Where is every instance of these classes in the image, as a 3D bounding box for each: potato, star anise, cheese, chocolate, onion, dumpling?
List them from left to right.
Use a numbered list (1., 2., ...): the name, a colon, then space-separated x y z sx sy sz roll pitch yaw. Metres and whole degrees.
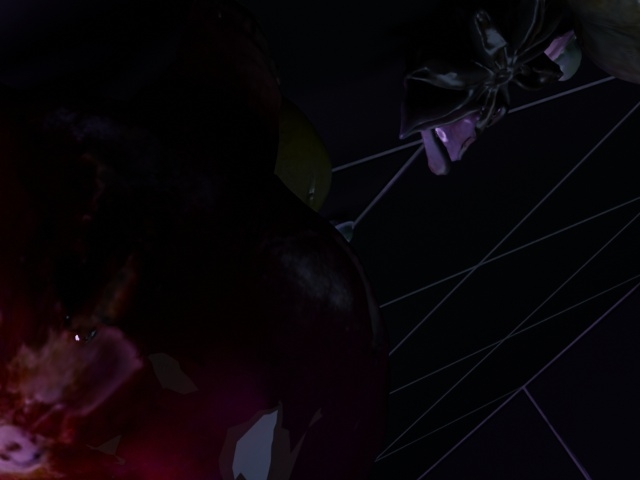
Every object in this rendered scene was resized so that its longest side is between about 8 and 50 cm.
1. onion: -0.119 0.018 1.144 0.420 0.398 0.398 -60 -177 -37
2. potato: -0.069 -0.055 1.368 0.157 0.157 0.194 -40 177 20
3. cheese: 0.000 0.000 1.869 0.067 0.026 0.121 -42 163 24
4. star anise: 0.137 -0.156 1.558 0.231 0.089 0.209 -48 150 24
5. dumpling: 0.247 -0.193 1.772 0.059 0.043 0.077 -53 147 5
6. chocolate: 0.272 -0.215 1.494 0.134 0.134 0.309 -36 163 7
